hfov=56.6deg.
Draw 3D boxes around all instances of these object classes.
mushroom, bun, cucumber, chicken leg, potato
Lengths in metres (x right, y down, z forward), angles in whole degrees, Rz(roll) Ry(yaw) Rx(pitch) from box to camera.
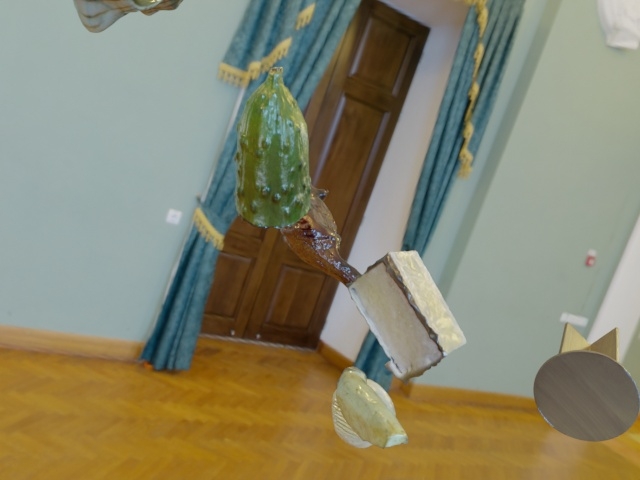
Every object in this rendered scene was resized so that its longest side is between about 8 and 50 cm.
[{"bbox_3d":[0.105,0.388,1.326,0.087,0.108,0.333,-4,13,-15],"label":"mushroom"},{"bbox_3d":[0.117,0.443,1.546,0.183,0.184,0.102,25,7,37],"label":"bun"},{"bbox_3d":[-0.073,-0.147,0.927,0.134,0.245,0.134,2,32,-1],"label":"cucumber"},{"bbox_3d":[0.000,0.000,1.123,0.157,0.096,0.407,18,27,-42],"label":"chicken leg"},{"bbox_3d":[0.090,0.078,0.616,0.061,0.086,0.122,-17,72,-43],"label":"potato"}]

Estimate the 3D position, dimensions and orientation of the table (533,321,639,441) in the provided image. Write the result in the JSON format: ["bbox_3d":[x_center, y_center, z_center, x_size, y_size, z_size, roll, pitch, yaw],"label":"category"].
[{"bbox_3d":[0.499,0.241,1.107,0.167,0.167,0.226,22,22,20],"label":"table"}]

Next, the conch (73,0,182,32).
[{"bbox_3d":[-0.215,-0.311,0.585,0.169,0.203,0.386,-4,2,14],"label":"conch"}]
